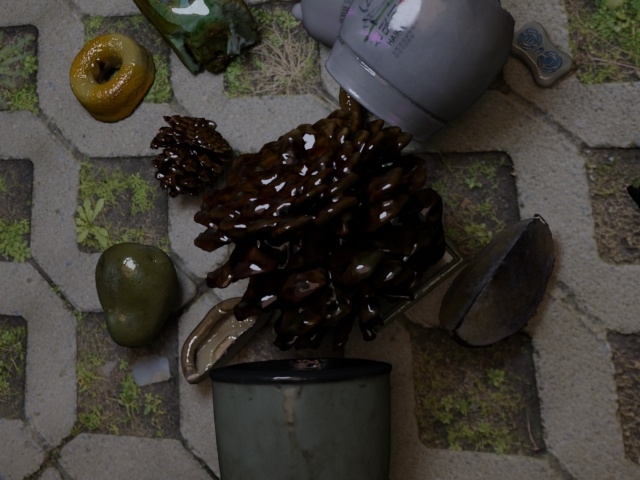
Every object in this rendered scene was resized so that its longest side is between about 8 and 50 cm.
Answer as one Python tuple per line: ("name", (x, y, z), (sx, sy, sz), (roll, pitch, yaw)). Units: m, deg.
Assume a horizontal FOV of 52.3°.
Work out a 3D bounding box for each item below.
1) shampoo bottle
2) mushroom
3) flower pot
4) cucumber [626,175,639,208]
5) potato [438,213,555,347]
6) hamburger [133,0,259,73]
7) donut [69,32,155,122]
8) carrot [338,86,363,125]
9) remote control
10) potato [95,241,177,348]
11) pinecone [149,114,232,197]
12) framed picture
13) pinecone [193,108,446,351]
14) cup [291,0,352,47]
("shampoo bottle", (0.165, -0.329, 1.105), (0.273, 0.273, 0.266), (46, 110, 17))
("mushroom", (-0.181, 0.171, 1.208), (0.094, 0.072, 0.210), (42, 88, 16))
("flower pot", (-0.022, 0.358, 1.026), (0.293, 0.293, 0.331), (-5, 82, 13))
("cucumber", (0.584, -0.006, 1.057), (0.067, 0.067, 0.245), (-26, 73, 8))
("potato", (0.298, 0.085, 1.114), (0.120, 0.100, 0.261), (46, 75, -20))
("hamburger", (-0.259, -0.471, 1.302), (0.167, 0.192, 0.288), (-38, 73, -6))
("donut", (-0.446, -0.351, 1.374), (0.190, 0.074, 0.174), (-37, 73, 4))
("carrot", (0.060, -0.199, 1.230), (0.049, 0.049, 0.255), (-4, 76, 13))
("remote control", (0.398, -0.340, 1.186), (0.074, 0.032, 0.122), (-37, 72, 5))
("potato", (-0.347, 0.105, 1.224), (0.157, 0.157, 0.194), (-1, 81, 14))
("pinecone", (-0.253, -0.160, 1.256), (0.173, 0.173, 0.174), (-3, 79, 13))
("framed picture", (0.104, 0.000, 1.200), (0.217, 0.017, 0.274), (-41, 73, 4))
("pinecone", (0.000, 0.000, 1.030), (0.397, 0.398, 0.398), (-3, 79, 13))
("cup", (0.040, -0.457, 1.245), (0.141, 0.134, 0.174), (27, 88, 19))
